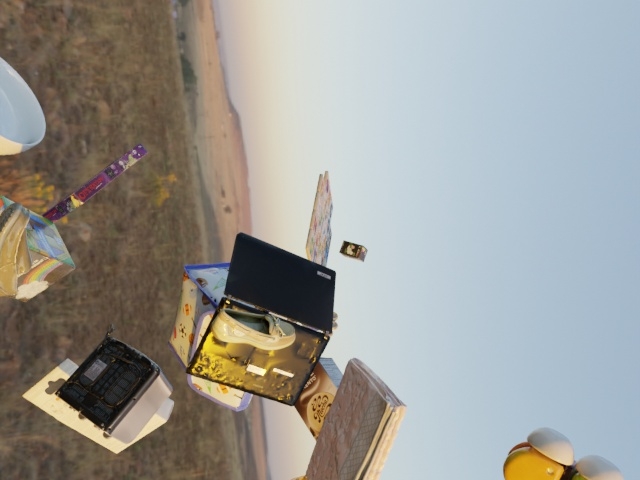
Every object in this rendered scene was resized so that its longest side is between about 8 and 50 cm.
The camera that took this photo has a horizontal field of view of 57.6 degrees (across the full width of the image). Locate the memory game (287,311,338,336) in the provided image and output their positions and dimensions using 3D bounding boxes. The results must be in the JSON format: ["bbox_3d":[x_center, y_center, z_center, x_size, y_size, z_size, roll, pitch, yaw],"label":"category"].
[{"bbox_3d":[-0.027,0.267,2.004,0.012,0.186,0.186,112,-26,-45],"label":"memory game"}]

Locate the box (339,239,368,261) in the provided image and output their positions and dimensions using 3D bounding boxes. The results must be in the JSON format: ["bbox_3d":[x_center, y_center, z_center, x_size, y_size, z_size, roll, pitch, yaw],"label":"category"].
[{"bbox_3d":[0.122,0.040,2.143,0.062,0.083,0.052,38,70,-61],"label":"box"}]

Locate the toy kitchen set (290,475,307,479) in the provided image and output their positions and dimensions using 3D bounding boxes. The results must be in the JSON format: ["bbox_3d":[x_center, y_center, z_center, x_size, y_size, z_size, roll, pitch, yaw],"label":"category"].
[{"bbox_3d":[-0.038,0.669,1.554,0.083,0.068,0.075,-57,-136,38],"label":"toy kitchen set"}]

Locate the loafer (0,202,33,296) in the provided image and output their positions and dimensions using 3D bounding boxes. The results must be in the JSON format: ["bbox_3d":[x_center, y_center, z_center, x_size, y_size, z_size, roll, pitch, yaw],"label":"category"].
[{"bbox_3d":[-0.696,0.025,1.318,0.251,0.088,0.094,-59,-143,24],"label":"loafer"}]

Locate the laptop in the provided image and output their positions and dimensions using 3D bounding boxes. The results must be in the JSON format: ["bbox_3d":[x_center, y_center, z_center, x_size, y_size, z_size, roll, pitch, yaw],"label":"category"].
[{"bbox_3d":[-0.109,0.157,1.157,0.264,0.234,0.136,-63,-160,10],"label":"laptop"}]

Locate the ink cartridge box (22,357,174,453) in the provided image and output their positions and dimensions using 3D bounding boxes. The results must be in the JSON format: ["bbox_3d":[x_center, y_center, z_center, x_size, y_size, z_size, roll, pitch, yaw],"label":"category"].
[{"bbox_3d":[-0.733,0.530,1.928,0.385,0.308,0.091,42,31,-21],"label":"ink cartridge box"}]

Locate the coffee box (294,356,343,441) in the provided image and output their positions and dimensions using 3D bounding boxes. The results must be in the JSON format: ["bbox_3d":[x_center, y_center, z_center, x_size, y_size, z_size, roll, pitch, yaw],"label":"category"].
[{"bbox_3d":[0.033,0.547,1.894,0.297,0.168,0.119,52,16,27],"label":"coffee box"}]

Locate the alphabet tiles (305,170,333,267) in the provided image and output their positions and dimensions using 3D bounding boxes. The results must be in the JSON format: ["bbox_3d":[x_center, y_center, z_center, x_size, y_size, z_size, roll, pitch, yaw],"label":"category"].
[{"bbox_3d":[0.000,0.000,1.537,0.285,0.011,0.342,79,18,-56],"label":"alphabet tiles"}]

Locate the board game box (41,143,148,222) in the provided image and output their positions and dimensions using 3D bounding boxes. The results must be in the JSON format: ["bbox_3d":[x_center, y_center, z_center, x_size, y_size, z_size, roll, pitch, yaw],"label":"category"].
[{"bbox_3d":[-0.742,-0.192,1.931,0.056,0.208,0.346,51,39,-16],"label":"board game box"}]

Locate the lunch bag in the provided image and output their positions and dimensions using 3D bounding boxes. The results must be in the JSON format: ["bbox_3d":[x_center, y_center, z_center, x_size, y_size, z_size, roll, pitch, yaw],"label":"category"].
[{"bbox_3d":[-0.312,0.301,1.851,0.385,0.239,0.327,41,-56,40],"label":"lunch bag"}]

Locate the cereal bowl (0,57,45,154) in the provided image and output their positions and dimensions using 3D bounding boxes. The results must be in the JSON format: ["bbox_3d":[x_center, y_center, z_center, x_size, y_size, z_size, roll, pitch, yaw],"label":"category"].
[{"bbox_3d":[-0.947,-0.378,1.611,0.339,0.141,0.339,56,15,-24],"label":"cereal bowl"}]

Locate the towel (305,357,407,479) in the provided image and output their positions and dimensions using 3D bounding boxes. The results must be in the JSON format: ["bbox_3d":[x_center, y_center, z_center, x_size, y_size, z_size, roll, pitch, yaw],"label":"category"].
[{"bbox_3d":[0.066,0.471,1.354,0.331,0.054,0.317,-68,-165,0],"label":"towel"}]

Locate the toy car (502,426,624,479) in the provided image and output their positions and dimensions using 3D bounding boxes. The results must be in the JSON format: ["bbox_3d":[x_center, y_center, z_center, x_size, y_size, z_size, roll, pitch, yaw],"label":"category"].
[{"bbox_3d":[0.391,0.402,0.957,0.159,0.182,0.136,-63,161,4],"label":"toy car"}]

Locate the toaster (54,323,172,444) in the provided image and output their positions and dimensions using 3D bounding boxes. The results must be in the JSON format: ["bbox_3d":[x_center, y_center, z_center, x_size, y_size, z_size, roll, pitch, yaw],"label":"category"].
[{"bbox_3d":[-0.421,0.303,1.210,0.185,0.168,0.110,-53,154,-27],"label":"toaster"}]

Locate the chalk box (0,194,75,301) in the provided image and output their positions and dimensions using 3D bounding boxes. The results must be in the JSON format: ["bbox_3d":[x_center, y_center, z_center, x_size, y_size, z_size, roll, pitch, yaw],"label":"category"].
[{"bbox_3d":[-0.830,0.019,1.535,0.179,0.180,0.289,55,-3,20],"label":"chalk box"}]

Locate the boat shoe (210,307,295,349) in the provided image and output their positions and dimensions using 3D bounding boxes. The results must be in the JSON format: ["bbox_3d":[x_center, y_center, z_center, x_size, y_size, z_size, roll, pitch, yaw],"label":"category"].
[{"bbox_3d":[-0.102,0.141,0.954,0.048,0.153,0.056,-57,-146,28],"label":"boat shoe"}]
